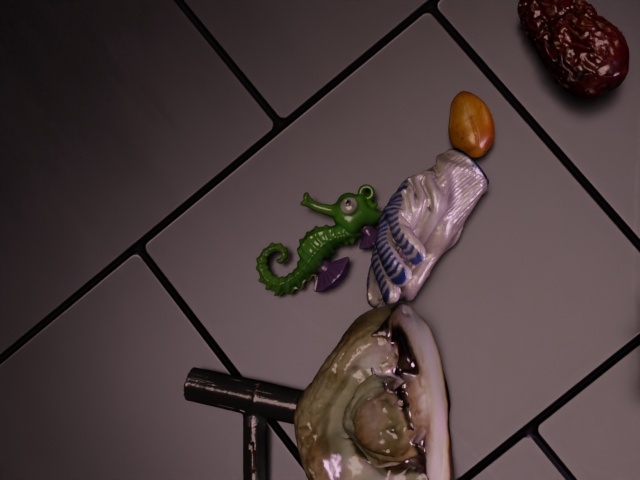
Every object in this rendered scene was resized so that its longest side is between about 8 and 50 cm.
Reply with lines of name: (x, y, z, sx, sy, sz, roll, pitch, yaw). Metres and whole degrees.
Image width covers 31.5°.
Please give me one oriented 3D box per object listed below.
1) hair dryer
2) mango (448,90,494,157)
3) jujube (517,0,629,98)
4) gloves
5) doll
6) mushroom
hair dryer: (-0.102, 0.271, 1.436, 0.173, 0.050, 0.194, 12, 89, 13)
mango: (0.189, -0.148, 1.435, 0.060, 0.046, 0.089, -16, 77, 8)
jujube: (0.316, -0.249, 1.404, 0.104, 0.104, 0.166, -29, 69, 5)
gloves: (0.123, -0.011, 1.398, 0.097, 0.119, 0.229, 12, 60, 44)
doll: (0.000, 0.000, 1.447, 0.190, 0.050, 0.115, -44, 83, 4)
mushroom: (0.062, 0.215, 1.348, 0.164, 0.189, 0.267, -14, 105, 18)
